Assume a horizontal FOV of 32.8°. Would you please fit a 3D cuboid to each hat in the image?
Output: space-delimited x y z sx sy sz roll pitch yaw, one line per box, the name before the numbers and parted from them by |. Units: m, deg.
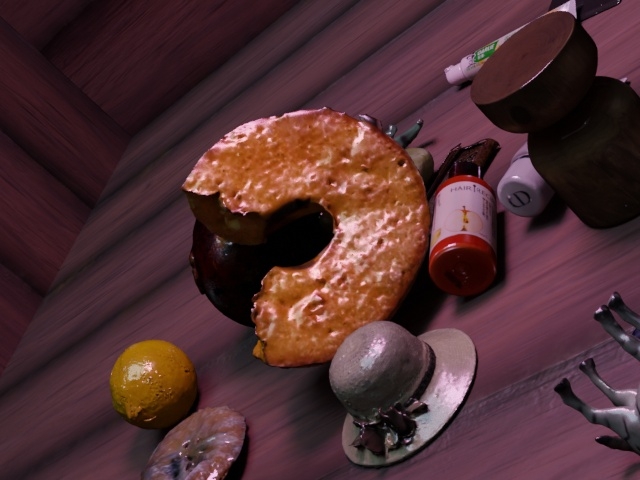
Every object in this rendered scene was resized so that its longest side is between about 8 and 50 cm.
hat | 0.089 0.194 1.591 0.257 0.130 0.257 -39 23 20

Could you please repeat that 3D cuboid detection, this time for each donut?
donut | 0.000 0.000 1.806 0.378 0.435 0.163 -20 -20 0

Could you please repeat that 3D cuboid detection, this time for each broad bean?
broad bean | 0.135 -0.094 2.022 0.169 0.100 0.228 -46 5 32

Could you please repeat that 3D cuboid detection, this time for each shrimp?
shrimp | -0.214 0.415 1.822 0.221 0.110 0.445 -33 20 9

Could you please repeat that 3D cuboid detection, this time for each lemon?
lemon | -0.330 0.286 2.141 0.173 0.173 0.206 -34 22 28

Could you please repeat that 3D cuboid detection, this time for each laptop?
laptop | 0.517 -0.470 2.120 0.197 0.016 0.135 -21 34 48

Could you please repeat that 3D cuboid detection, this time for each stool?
stool | 0.362 -0.167 1.536 0.179 0.264 0.179 -39 22 19

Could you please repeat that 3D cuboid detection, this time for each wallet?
wallet | 0.220 -0.084 1.960 0.243 0.039 0.133 -54 19 -25

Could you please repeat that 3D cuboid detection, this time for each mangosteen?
mangosteen | -0.095 0.017 2.045 0.311 0.311 0.311 -38 23 20

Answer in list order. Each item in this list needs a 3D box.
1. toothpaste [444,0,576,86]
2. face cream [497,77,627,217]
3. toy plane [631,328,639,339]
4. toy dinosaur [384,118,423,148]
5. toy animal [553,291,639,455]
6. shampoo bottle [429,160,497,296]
toothpaste | 0.383 -0.386 2.179 0.314 0.058 0.056 -24 6 43
face cream | 0.381 -0.161 1.747 0.143 0.089 0.314 -21 25 50
toy plane | 0.460 0.064 1.167 0.271 0.105 0.254 -38 22 24
toy dinosaur | 0.129 -0.199 2.282 0.292 0.079 0.120 -32 31 38
toy animal | 0.351 0.126 1.126 0.090 0.170 0.255 -29 -17 -39
shampoo bottle | 0.232 -0.033 1.757 0.104 0.104 0.278 -34 25 28
